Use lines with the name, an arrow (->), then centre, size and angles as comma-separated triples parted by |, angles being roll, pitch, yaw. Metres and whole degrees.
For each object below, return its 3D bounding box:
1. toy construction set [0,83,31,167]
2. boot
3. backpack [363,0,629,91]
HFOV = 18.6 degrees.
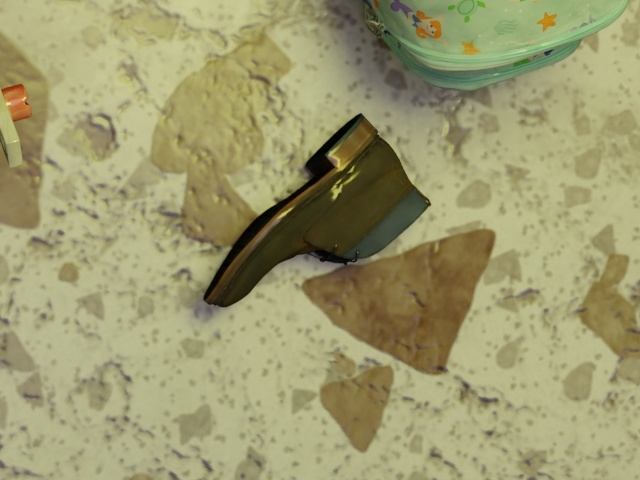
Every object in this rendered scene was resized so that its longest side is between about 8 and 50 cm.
toy construction set -> -0.398, -0.131, 1.553 | 0.328, 0.215, 0.151 | -5, 128, -23
boot -> 0.000, 0.000, 1.723 | 0.106, 0.082, 0.219 | 44, 79, -9
backpack -> 0.139, -0.241, 1.663 | 0.225, 0.253, 0.191 | -19, 124, -14
